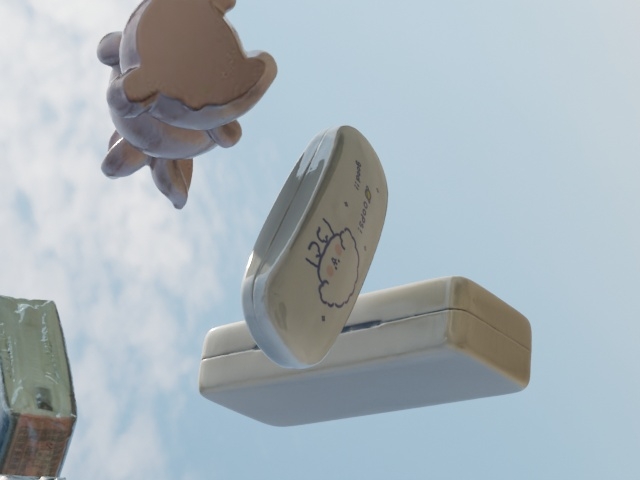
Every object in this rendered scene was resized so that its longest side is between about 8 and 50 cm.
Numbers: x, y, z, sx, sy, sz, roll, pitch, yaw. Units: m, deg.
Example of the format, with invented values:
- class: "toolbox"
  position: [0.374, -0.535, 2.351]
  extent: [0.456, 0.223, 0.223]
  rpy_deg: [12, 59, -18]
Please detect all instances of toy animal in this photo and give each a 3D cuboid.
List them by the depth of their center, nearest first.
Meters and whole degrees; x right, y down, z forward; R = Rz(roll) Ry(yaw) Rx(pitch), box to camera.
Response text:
- class: "toy animal"
  position: [-0.112, -0.109, 0.912]
  extent: [0.212, 0.124, 0.124]
  rpy_deg: [141, 118, -67]

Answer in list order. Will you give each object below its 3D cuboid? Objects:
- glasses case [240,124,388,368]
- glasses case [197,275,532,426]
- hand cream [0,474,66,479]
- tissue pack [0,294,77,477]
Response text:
- class: "glasses case"
  position: [0.000, 0.000, 0.812]
  extent: [0.076, 0.049, 0.197]
  rpy_deg: [57, -142, -29]
- class: "glasses case"
  position: [0.039, 0.119, 1.240]
  extent: [0.144, 0.336, 0.076]
  rpy_deg: [32, -126, -44]
- class: "hand cream"
  position: [-0.212, 0.227, 0.954]
  extent: [0.075, 0.248, 0.052]
  rpy_deg: [27, -97, -24]
- class: "tissue pack"
  position: [-0.365, 0.251, 1.408]
  extent: [0.103, 0.316, 0.228]
  rpy_deg: [11, -152, -24]
